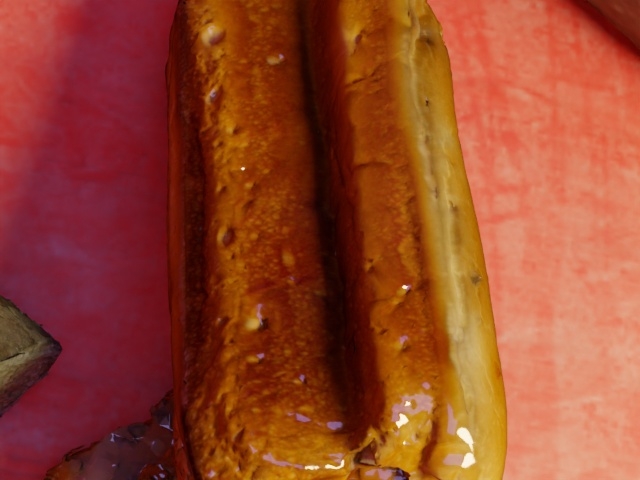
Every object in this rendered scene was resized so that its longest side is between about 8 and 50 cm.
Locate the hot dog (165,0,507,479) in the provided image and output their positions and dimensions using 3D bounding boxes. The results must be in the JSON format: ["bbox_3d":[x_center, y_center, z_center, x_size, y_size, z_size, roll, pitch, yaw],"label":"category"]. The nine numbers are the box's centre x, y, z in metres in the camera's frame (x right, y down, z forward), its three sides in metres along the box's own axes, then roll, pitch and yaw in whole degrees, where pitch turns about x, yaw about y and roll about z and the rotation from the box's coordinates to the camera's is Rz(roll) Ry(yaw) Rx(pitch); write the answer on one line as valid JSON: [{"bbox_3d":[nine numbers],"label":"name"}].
[{"bbox_3d":[0.000,0.000,0.926,0.158,0.117,0.349,-7,58,0],"label":"hot dog"}]

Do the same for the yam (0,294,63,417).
[{"bbox_3d":[-0.229,0.028,0.916,0.183,0.107,0.107,45,75,0],"label":"yam"}]

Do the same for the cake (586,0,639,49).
[{"bbox_3d":[0.274,-0.204,0.956,0.230,0.309,0.237,34,79,-3],"label":"cake"}]

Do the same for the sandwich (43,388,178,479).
[{"bbox_3d":[-0.042,0.147,0.946,0.235,0.079,0.159,-32,89,-15],"label":"sandwich"}]
